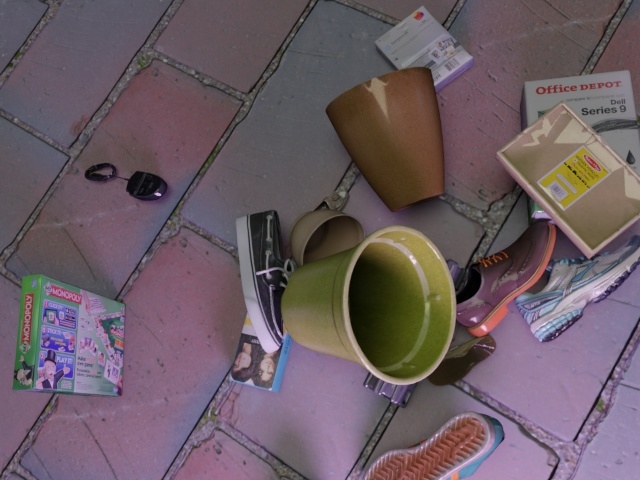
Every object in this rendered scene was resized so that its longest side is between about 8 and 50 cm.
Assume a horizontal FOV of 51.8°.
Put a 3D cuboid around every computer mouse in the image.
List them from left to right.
[{"bbox_3d":[-0.472,-0.141,1.603,0.242,0.041,0.071,16,70,23],"label":"computer mouse"}]

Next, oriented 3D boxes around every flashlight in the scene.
[{"bbox_3d":[0.184,0.173,1.331,0.103,0.103,0.304,22,80,44],"label":"flashlight"}]

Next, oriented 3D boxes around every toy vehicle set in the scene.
[{"bbox_3d":[0.483,-0.119,1.249,0.166,0.035,0.267,-38,71,2],"label":"toy vehicle set"}]

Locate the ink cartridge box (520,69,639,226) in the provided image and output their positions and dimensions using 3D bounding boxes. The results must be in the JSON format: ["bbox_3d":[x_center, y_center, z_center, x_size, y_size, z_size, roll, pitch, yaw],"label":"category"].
[{"bbox_3d":[0.525,-0.183,1.341,0.211,0.121,0.289,-4,74,12],"label":"ink cartridge box"}]

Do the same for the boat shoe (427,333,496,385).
[{"bbox_3d":[0.281,0.237,1.323,0.153,0.048,0.056,-38,95,7],"label":"boat shoe"}]

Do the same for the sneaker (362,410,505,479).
[{"bbox_3d":[0.220,0.427,1.251,0.302,0.121,0.108,-37,52,23],"label":"sneaker"}]

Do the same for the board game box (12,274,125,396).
[{"bbox_3d":[-0.503,0.208,1.358,0.046,0.317,0.213,-7,73,12],"label":"board game box"}]

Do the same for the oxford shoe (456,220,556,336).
[{"bbox_3d":[0.359,0.059,1.299,0.098,0.097,0.271,39,86,-16],"label":"oxford shoe"}]

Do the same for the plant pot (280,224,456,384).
[{"bbox_3d":[0.067,0.122,1.238,0.254,0.276,0.276,-9,68,50],"label":"plant pot"}]

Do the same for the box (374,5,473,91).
[{"bbox_3d":[0.237,-0.432,1.522,0.145,0.038,0.186,-37,71,0],"label":"box"}]

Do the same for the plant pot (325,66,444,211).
[{"bbox_3d":[0.164,-0.198,1.393,0.237,0.237,0.254,-20,87,6],"label":"plant pot"}]

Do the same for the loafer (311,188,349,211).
[{"bbox_3d":[0.013,-0.071,1.468,0.125,0.039,0.045,-42,69,-1],"label":"loafer"}]

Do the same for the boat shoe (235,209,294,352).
[{"bbox_3d":[-0.099,0.075,1.351,0.105,0.113,0.306,-15,57,6],"label":"boat shoe"}]

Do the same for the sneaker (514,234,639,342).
[{"bbox_3d":[0.505,0.068,1.285,0.283,0.110,0.122,-38,67,0],"label":"sneaker"}]

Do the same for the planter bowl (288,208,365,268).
[{"bbox_3d":[0.000,0.000,1.403,0.162,0.162,0.109,-50,43,-4],"label":"planter bowl"}]

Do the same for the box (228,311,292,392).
[{"bbox_3d":[-0.111,0.192,1.411,0.101,0.060,0.244,11,77,15],"label":"box"}]
